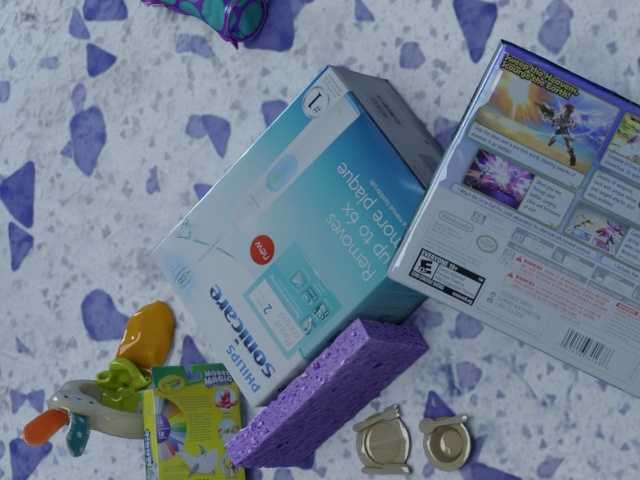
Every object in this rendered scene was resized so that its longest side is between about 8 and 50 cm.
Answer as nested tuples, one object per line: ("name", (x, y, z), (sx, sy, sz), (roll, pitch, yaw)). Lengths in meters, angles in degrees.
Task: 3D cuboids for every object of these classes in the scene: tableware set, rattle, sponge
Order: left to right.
("rattle", (-0.230, 0.150, 1.955), (0.130, 0.199, 0.143), (41, 108, 28))
("sponge", (0.006, 0.160, 1.855), (0.210, 0.117, 0.031), (-44, 63, 22))
("tableware set", (0.098, 0.249, 1.847), (0.141, 0.020, 0.169), (-9, 81, 31))

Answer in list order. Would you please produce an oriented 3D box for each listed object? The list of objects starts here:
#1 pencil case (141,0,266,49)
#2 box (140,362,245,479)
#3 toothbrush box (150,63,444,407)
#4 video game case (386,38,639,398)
("pencil case", (-0.135, -0.270, 2.009), (0.151, 0.064, 0.070), (26, 84, 32))
("box", (-0.137, 0.223, 1.946), (0.043, 0.105, 0.179), (-14, 78, 61))
("toothbrush box", (0.000, 0.000, 1.867), (0.295, 0.126, 0.216), (-45, 65, 23))
("video game case", (0.234, -0.021, 1.684), (0.269, 0.061, 0.244), (26, 103, -2))
